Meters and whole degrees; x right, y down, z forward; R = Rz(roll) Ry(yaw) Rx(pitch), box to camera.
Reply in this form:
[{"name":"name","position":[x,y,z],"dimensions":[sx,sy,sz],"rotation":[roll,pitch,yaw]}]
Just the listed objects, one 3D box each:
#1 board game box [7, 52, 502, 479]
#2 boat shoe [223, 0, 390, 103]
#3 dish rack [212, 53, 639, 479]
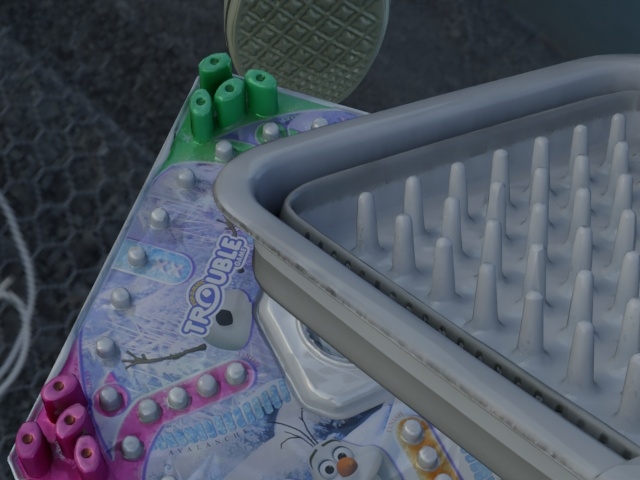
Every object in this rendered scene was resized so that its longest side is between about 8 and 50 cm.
[{"name":"board game box","position":[0.024,0.056,0.949],"dimensions":[0.390,0.050,0.390],"rotation":[17,60,8]},{"name":"boat shoe","position":[-0.024,-0.344,1.378],"dimensions":[0.187,0.500,0.156],"rotation":[-5,48,0]},{"name":"dish rack","position":[0.148,0.025,0.487],"dimensions":[0.286,0.072,0.333],"rotation":[-19,34,-30]}]
